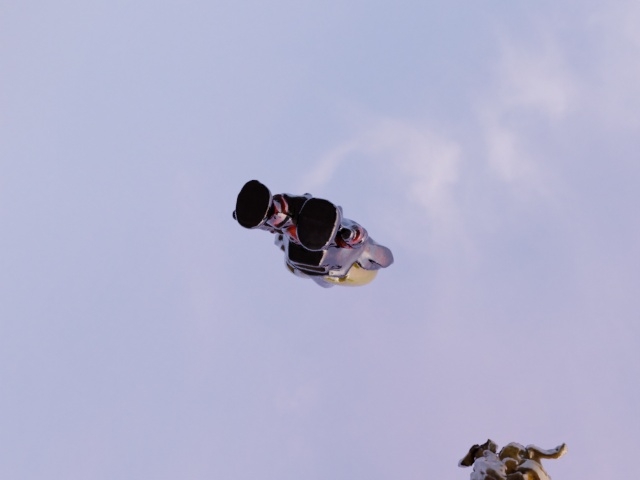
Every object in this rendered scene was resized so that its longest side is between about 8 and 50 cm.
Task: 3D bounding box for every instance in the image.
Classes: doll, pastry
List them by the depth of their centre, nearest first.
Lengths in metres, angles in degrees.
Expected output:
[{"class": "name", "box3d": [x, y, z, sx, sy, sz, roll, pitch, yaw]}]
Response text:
[{"class": "doll", "box3d": [-0.003, 0.002, 0.597, 0.127, 0.249, 0.088, 41, -89, 14]}, {"class": "pastry", "box3d": [0.201, 0.332, 0.670, 0.102, 0.154, 0.250, 9, -86, 7]}]
